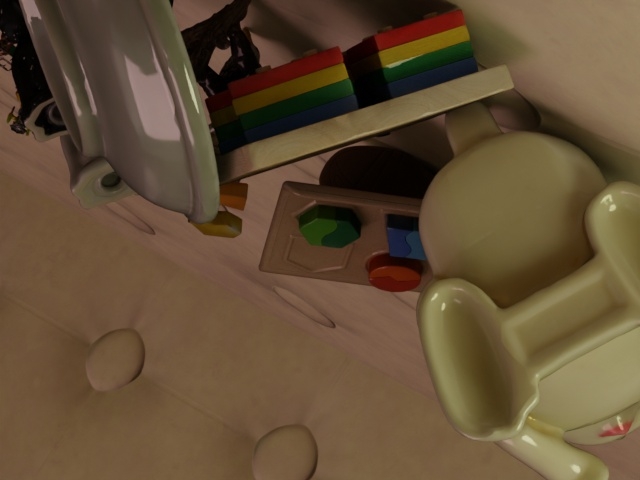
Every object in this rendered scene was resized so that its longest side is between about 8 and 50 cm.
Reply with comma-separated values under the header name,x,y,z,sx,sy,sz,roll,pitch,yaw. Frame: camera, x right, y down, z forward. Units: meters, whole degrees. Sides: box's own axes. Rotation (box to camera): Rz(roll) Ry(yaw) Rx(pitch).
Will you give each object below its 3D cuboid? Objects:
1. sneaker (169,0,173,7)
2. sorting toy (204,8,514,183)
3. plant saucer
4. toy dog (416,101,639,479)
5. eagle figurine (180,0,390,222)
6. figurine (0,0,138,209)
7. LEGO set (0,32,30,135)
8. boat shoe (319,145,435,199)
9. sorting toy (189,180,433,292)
name,x,y,z,sx,sy,sz,roll,pitch,yaw
sneaker,-0.255,-0.321,1.928,0.146,0.122,0.330,23,166,50
sorting toy,0.011,-0.132,1.720,0.257,0.255,0.089,170,82,-75
plant saucer,-0.208,-0.191,1.693,0.400,0.100,0.400,159,90,-79
toy dog,0.234,0.081,1.883,0.395,0.284,0.408,52,-179,28
eagle figurine,-0.073,-0.142,2.057,0.226,0.225,0.298,12,148,36
figurine,-0.275,-0.166,1.993,0.209,0.092,0.215,63,180,36
LEGO set,-0.430,-0.274,2.274,0.331,0.255,0.192,27,146,-29
boat shoe,0.124,-0.027,2.176,0.285,0.104,0.089,26,164,30
sorting toy,0.000,0.000,2.062,0.307,0.041,0.229,8,154,-7
